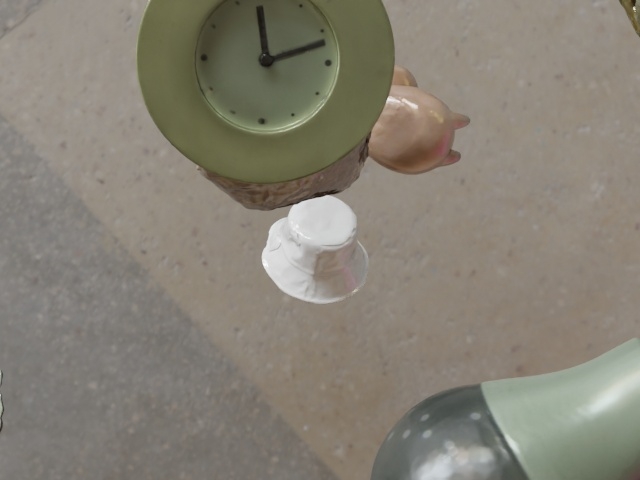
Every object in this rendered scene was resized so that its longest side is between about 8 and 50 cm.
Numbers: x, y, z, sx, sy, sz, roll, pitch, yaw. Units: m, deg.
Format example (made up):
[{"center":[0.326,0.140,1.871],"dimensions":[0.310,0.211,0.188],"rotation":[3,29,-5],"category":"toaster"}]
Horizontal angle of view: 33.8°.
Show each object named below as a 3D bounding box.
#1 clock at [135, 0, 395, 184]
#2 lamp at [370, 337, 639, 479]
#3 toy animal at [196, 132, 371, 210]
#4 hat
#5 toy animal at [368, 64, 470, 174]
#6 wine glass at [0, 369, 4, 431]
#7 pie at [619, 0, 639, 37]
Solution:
[{"center":[-0.049,-0.165,0.958],"dimensions":[0.235,0.029,0.235],"rotation":[-3,110,-7],"category":"clock"},{"center":[0.190,0.177,0.818],"dimensions":[0.314,0.182,0.182],"rotation":[-22,119,-2],"category":"lamp"},{"center":[-0.044,-0.158,1.454],"dimensions":[0.188,0.358,0.226],"rotation":[32,117,23],"category":"toy animal"},{"center":[0.000,0.000,1.839],"dimensions":[0.203,0.203,0.126],"rotation":[15,143,-1],"category":"hat"},{"center":[0.114,-0.198,1.719],"dimensions":[0.154,0.250,0.166],"rotation":[-2,116,-36],"category":"toy animal"},{"center":[-0.401,0.157,0.983],"dimensions":[0.183,0.122,0.122],"rotation":[2,131,-34],"category":"wine glass"},{"center":[0.168,-0.270,0.684],"dimensions":[0.077,0.339,0.339],"rotation":[-29,115,14],"category":"pie"}]
